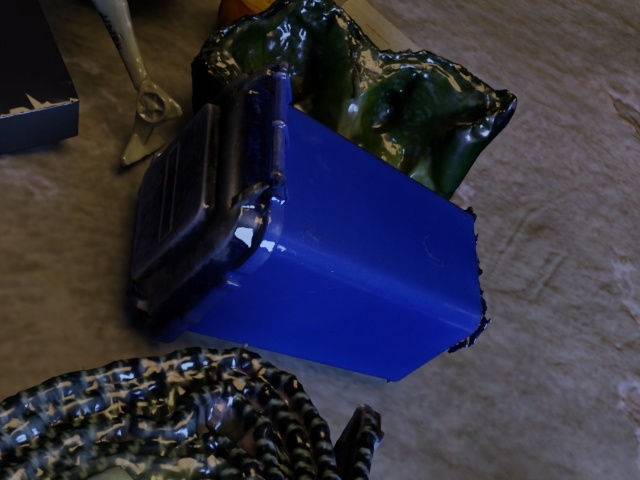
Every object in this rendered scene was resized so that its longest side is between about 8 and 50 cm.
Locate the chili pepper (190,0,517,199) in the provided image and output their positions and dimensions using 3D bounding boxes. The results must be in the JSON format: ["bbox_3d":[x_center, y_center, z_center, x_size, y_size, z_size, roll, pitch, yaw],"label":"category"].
[{"bbox_3d":[0.008,-0.111,0.942,0.265,0.148,0.116,11,34,-25],"label":"chili pepper"}]

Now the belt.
[{"bbox_3d":[-0.108,0.186,0.615,0.207,0.160,0.295,33,40,15],"label":"belt"}]

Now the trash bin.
[{"bbox_3d":[0.000,0.000,0.820,0.235,0.184,0.162,23,49,-27],"label":"trash bin"}]

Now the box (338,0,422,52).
[{"bbox_3d":[0.028,-0.164,1.065,0.090,0.024,0.167,41,44,-3],"label":"box"}]

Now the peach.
[{"bbox_3d":[-0.047,-0.185,0.996,0.098,0.061,0.098,24,25,-12],"label":"peach"}]

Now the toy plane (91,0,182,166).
[{"bbox_3d":[-0.165,-0.201,0.843,0.286,0.108,0.092,67,25,-10],"label":"toy plane"}]

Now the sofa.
[{"bbox_3d":[-0.240,-0.134,0.838,0.085,0.060,0.147,-17,68,-24],"label":"sofa"}]
